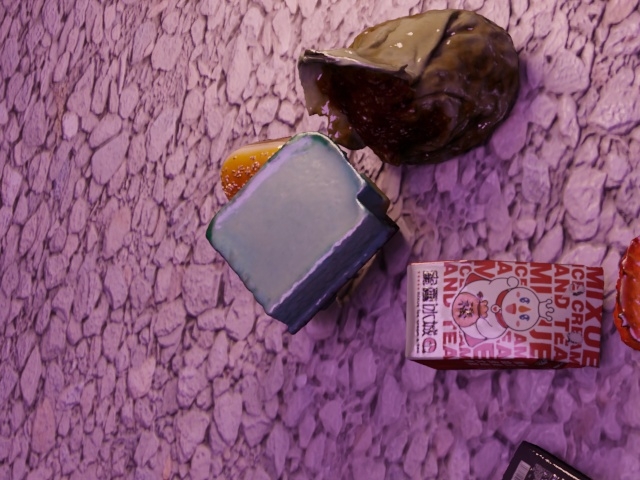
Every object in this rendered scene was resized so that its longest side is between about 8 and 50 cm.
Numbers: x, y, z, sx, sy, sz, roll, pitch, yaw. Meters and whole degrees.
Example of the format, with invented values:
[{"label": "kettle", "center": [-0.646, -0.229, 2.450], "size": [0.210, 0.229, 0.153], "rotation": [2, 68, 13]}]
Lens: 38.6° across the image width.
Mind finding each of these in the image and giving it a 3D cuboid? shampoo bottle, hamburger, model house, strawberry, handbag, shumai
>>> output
[{"label": "shampoo bottle", "center": [0.388, 0.398, 1.291], "size": [0.309, 0.071, 0.098], "rotation": [28, 90, 53]}, {"label": "hamburger", "center": [-0.081, -0.107, 1.695], "size": [0.210, 0.173, 0.116], "rotation": [-2, 42, 31]}, {"label": "model house", "center": [0.000, 0.000, 1.575], "size": [0.280, 0.249, 0.230], "rotation": [-44, 60, 7]}, {"label": "strawberry", "center": [0.496, 0.079, 1.347], "size": [0.121, 0.082, 0.188], "rotation": [5, 72, 13]}, {"label": "handbag", "center": [0.288, 0.114, 1.420], "size": [0.298, 0.151, 0.171], "rotation": [-5, 74, 28]}, {"label": "shumai", "center": [0.139, -0.280, 1.505], "size": [0.330, 0.288, 0.291], "rotation": [-14, 69, 28]}]
